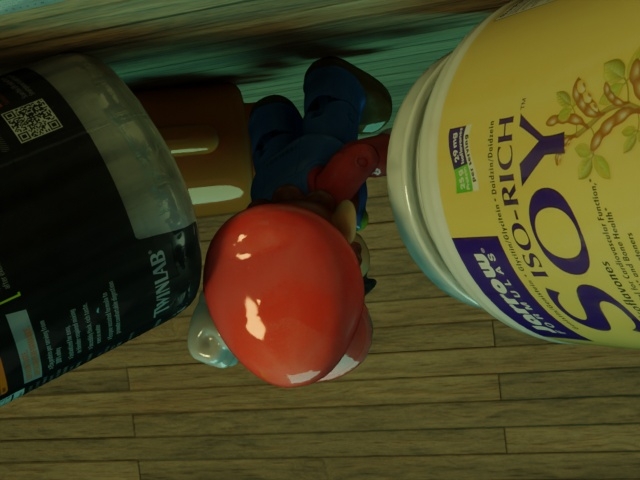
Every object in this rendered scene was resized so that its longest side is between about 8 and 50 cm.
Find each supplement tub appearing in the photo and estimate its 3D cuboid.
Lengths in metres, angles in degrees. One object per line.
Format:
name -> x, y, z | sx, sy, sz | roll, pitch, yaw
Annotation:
supplement tub -> -0.267, 0.024, 0.723 | 0.338, 0.207, 0.207 | -26, -169, -26
supplement tub -> 0.209, -0.052, 0.668 | 0.241, 0.241, 0.331 | -7, -178, -26

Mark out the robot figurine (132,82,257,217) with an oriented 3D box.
robot figurine -> -0.141, -0.081, 1.041 | 0.219, 0.128, 0.158 | -7, -146, -9

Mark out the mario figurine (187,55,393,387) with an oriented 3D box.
mario figurine -> 0.000, 0.000, 0.863 | 0.170, 0.198, 0.320 | 16, -142, -7

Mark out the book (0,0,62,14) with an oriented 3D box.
book -> -0.110, -0.114, 0.391 | 0.096, 0.035, 0.144 | -11, -179, -7
